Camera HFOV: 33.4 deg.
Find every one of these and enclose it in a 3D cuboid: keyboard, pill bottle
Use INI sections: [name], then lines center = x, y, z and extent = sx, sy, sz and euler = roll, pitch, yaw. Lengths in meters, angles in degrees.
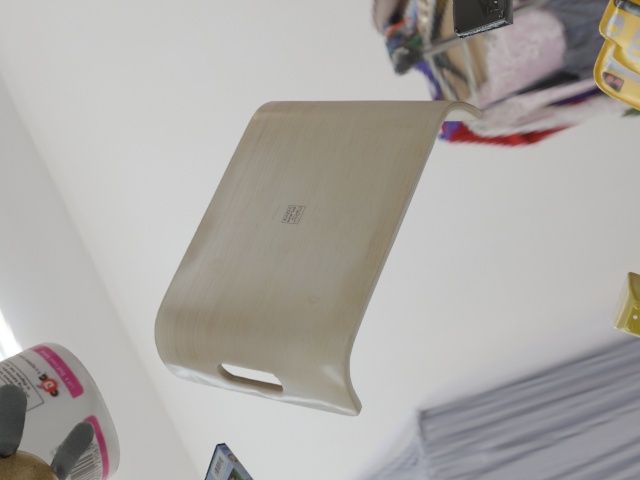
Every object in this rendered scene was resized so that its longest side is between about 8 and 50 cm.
[keyboard]
center = 0.258, -0.464, 1.532
extent = 0.201, 0.033, 0.317
euler = -6, 85, 57
[pill bottle]
center = -0.355, 0.224, 1.038
extent = 0.160, 0.283, 0.160
euler = 32, 134, 40

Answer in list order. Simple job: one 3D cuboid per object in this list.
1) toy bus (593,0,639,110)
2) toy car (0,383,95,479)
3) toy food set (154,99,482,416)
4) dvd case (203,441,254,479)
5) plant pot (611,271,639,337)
[toy bus]
center = 0.348, -0.208, 0.999
extent = 0.333, 0.108, 0.130
euler = -39, -25, -50
[toy car]
center = -0.256, 0.210, 0.827
extent = 0.155, 0.149, 0.188
euler = 39, -110, -44
[toy food set]
center = 0.000, 0.000, 0.972
extent = 0.092, 0.220, 0.306
euler = 44, -119, -45
[dvd case]
center = -0.122, 0.471, 1.700
extent = 0.253, 0.022, 0.180
euler = 43, 123, 41
[plant pot]
center = 0.465, 0.104, 1.526
extent = 0.083, 0.081, 0.081
euler = -38, -35, -68
